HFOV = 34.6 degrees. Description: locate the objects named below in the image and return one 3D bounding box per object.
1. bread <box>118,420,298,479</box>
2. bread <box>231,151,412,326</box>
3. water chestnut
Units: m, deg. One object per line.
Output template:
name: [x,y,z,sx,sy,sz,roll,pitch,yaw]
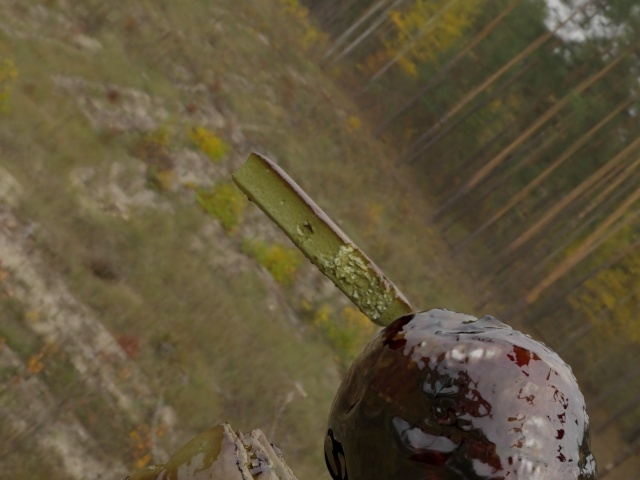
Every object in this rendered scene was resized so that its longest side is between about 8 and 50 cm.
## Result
bread: [-0.176,0.392,1.441,0.277,0.325,0.167,-133,-157,-59]
bread: [0.000,0.000,1.075,0.226,0.049,0.088,45,0,28]
water chestnut: [0.124,0.206,0.973,0.289,0.244,0.289,32,-41,33]
